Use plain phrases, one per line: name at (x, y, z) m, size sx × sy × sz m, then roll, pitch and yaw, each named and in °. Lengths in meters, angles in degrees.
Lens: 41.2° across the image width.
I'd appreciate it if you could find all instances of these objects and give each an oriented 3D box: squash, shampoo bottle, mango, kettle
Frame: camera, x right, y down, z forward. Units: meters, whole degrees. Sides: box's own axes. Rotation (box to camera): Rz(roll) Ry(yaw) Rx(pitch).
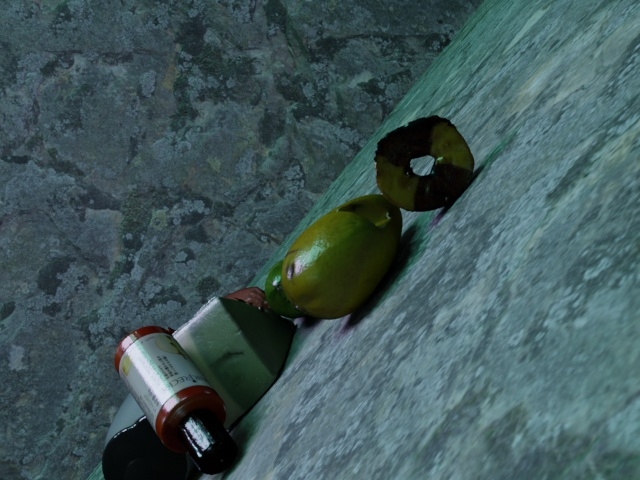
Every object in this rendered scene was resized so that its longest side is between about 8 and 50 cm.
squash at (-0.050, 0.086, 1.566) m, size 0.107 × 0.107 × 0.395 m, roll -50°, pitch 2°, yaw -3°
shampoo bottle at (-0.208, 0.237, 1.254) m, size 0.104 × 0.104 × 0.278 m, roll -50°, pitch 43°, yaw -1°
mango at (0.041, 0.013, 1.229) m, size 0.167 × 0.130 × 0.262 m, roll -40°, pitch 5°, yaw 30°
kettle at (-0.277, 0.358, 1.416) m, size 0.236 × 0.161 × 0.221 m, roll -105°, pitch 27°, yaw -81°

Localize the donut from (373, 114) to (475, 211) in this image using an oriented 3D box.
donut at (0.142, -0.104, 1.189) m, size 0.140 × 0.140 × 0.059 m, roll -50°, pitch -4°, yaw -3°

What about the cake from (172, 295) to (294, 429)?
cake at (-0.117, 0.223, 1.476) m, size 0.158 × 0.172 × 0.283 m, roll -42°, pitch -26°, yaw 13°

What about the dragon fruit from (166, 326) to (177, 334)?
dragon fruit at (-0.251, 0.227, 1.558) m, size 0.092 × 0.122 × 0.192 m, roll -38°, pitch -21°, yaw 0°

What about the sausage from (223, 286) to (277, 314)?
sausage at (-0.181, 0.195, 1.723) m, size 0.254 × 0.148 × 0.148 m, roll -44°, pitch 7°, yaw 16°

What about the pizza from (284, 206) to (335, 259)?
pizza at (0.000, 0.000, 2.027) m, size 0.292 × 0.058 × 0.197 m, roll -41°, pitch 9°, yaw 49°
